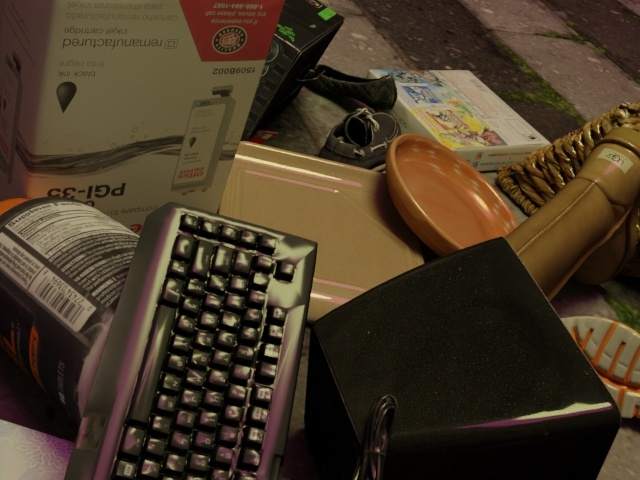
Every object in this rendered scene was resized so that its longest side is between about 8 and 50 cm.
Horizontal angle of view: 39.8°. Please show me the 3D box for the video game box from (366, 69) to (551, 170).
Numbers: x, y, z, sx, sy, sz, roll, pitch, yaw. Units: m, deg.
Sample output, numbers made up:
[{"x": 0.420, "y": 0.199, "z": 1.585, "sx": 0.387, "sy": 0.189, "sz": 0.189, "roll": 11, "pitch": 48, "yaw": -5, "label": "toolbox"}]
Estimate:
[{"x": 0.186, "y": -0.169, "z": 1.228, "sx": 0.187, "sy": 0.048, "sz": 0.205, "roll": -4, "pitch": 41, "yaw": -32, "label": "video game box"}]

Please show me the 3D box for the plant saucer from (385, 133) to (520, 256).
[{"x": 0.147, "y": -0.036, "z": 0.993, "sx": 0.200, "sy": 0.037, "sz": 0.200, "roll": 29, "pitch": 34, "yaw": -22, "label": "plant saucer"}]

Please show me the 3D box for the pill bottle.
[{"x": -0.180, "y": 0.045, "z": 0.667, "sx": 0.130, "sy": 0.130, "sz": 0.245, "roll": -15, "pitch": 30, "yaw": -39, "label": "pill bottle"}]

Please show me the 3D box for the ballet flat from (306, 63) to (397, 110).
[{"x": 0.037, "y": -0.222, "z": 1.210, "sx": 0.173, "sy": 0.049, "sz": 0.057, "roll": 24, "pitch": 33, "yaw": 34, "label": "ballet flat"}]

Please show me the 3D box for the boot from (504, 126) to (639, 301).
[{"x": 0.221, "y": 0.032, "z": 0.898, "sx": 0.089, "sy": 0.236, "sz": 0.269, "roll": 33, "pitch": 60, "yaw": 29, "label": "boot"}]

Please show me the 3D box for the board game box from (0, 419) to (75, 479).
[{"x": -0.228, "y": 0.230, "z": 0.472, "sx": 0.318, "sy": 0.066, "sz": 0.319, "roll": 18, "pitch": 35, "yaw": -3, "label": "board game box"}]

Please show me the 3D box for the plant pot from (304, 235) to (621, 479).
[{"x": 0.084, "y": 0.135, "z": 0.666, "sx": 0.167, "sy": 0.187, "sz": 0.188, "roll": -9, "pitch": 42, "yaw": -15, "label": "plant pot"}]

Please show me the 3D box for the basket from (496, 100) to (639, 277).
[{"x": 0.423, "y": -0.049, "z": 1.138, "sx": 0.299, "sy": 0.223, "sz": 0.213, "roll": -11, "pitch": 78, "yaw": -36, "label": "basket"}]

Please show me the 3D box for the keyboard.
[{"x": -0.040, "y": 0.133, "z": 0.512, "sx": 0.201, "sy": 0.033, "sz": 0.317, "roll": 18, "pitch": 58, "yaw": -14, "label": "keyboard"}]

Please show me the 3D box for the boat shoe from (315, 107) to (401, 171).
[{"x": 0.056, "y": -0.127, "z": 1.091, "sx": 0.075, "sy": 0.065, "sz": 0.206, "roll": 26, "pitch": 34, "yaw": 14, "label": "boat shoe"}]

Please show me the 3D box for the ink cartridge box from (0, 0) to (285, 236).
[{"x": -0.175, "y": -0.127, "z": 0.795, "sx": 0.207, "sy": 0.283, "sz": 0.117, "roll": -9, "pitch": 47, "yaw": -34, "label": "ink cartridge box"}]

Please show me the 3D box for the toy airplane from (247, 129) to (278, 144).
[{"x": -0.125, "y": -0.124, "z": 1.035, "sx": 0.151, "sy": 0.028, "sz": 0.151, "roll": 13, "pitch": 30, "yaw": -7, "label": "toy airplane"}]

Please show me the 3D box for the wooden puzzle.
[{"x": 0.000, "y": 0.000, "z": 0.921, "sx": 0.221, "sy": 0.044, "sz": 0.239, "roll": 12, "pitch": 40, "yaw": -11, "label": "wooden puzzle"}]

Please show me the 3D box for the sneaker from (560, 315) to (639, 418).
[{"x": 0.322, "y": 0.135, "z": 0.865, "sx": 0.215, "sy": 0.084, "sz": 0.083, "roll": 25, "pitch": 11, "yaw": 13, "label": "sneaker"}]

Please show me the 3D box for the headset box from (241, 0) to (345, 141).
[{"x": -0.125, "y": -0.265, "z": 1.064, "sx": 0.283, "sy": 0.131, "sz": 0.246, "roll": 35, "pitch": 25, "yaw": -1, "label": "headset box"}]
